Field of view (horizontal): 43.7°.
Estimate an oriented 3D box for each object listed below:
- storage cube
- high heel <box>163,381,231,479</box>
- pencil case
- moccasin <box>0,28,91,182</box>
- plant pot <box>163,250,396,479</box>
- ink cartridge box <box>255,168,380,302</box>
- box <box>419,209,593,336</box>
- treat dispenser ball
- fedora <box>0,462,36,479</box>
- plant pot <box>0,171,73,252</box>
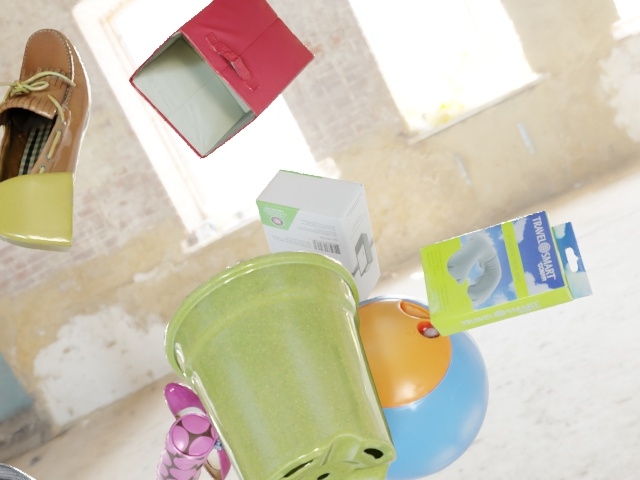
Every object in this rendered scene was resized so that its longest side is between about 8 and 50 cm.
[{"bbox_3d":[-0.164,-0.286,1.329,0.215,0.183,0.193,-25,22,50],"label":"storage cube"},{"bbox_3d":[-0.274,0.426,1.761,0.082,0.244,0.117,-22,26,7],"label":"high heel"},{"bbox_3d":[-0.240,0.386,1.441,0.098,0.095,0.209,-56,-3,-40],"label":"pencil case"},{"bbox_3d":[-0.486,-0.202,1.344,0.139,0.379,0.147,-5,-24,20],"label":"moccasin"},{"bbox_3d":[-0.033,0.198,1.003,0.276,0.276,0.254,-27,50,0],"label":"plant pot"},{"bbox_3d":[0.000,0.000,1.669,0.198,0.272,0.114,13,49,25],"label":"ink cartridge box"},{"bbox_3d":[0.211,0.036,0.925,0.178,0.042,0.109,-18,53,19],"label":"box"},{"bbox_3d":[0.119,0.229,1.257,0.288,0.288,0.288,-26,8,4],"label":"treat dispenser ball"},{"bbox_3d":[-0.536,0.492,1.279,0.276,0.243,0.124,10,9,24],"label":"fedora"},{"bbox_3d":[-0.314,-0.031,0.866,0.083,0.081,0.081,2,-6,-21],"label":"plant pot"}]
